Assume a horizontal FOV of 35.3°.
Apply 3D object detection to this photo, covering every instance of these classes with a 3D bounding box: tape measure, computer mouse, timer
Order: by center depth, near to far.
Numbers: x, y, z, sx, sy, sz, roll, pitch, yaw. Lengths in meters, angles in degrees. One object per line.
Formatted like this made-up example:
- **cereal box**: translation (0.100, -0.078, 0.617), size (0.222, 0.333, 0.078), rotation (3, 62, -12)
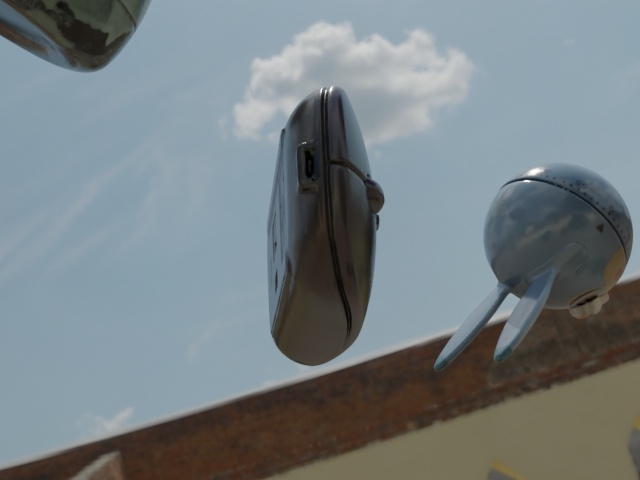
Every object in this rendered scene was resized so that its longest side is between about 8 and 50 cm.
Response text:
- **computer mouse**: translation (0.001, 0.000, 0.581), size (0.057, 0.120, 0.232), rotation (-1, -20, -7)
- **tape measure**: translation (-0.286, -0.284, 0.955), size (0.147, 0.256, 0.275), rotation (-58, -32, -7)
- **timer**: translation (0.241, 0.039, 1.062), size (0.175, 0.256, 0.175), rotation (14, -21, 6)
